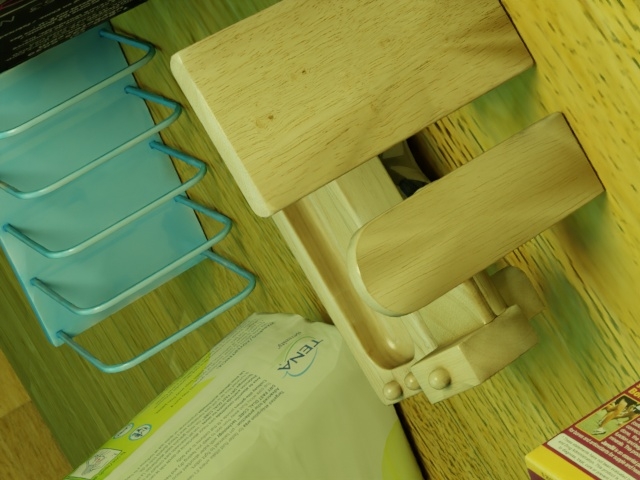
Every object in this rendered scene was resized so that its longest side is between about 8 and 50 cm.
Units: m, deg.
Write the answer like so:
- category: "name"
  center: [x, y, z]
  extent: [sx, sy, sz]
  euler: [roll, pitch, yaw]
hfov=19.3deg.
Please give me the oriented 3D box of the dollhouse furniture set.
- category: "dollhouse furniture set"
  center: [0.000, 0.000, 0.662]
  extent: [0.144, 0.123, 0.151]
  euler: [60, 145, 0]

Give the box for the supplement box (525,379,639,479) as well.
- category: "supplement box"
  center: [0.115, 0.071, 0.581]
  extent: [0.055, 0.083, 0.043]
  euler: [32, 149, 60]

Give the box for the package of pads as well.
- category: "package of pads"
  center: [-0.024, 0.213, 1.010]
  extent: [0.101, 0.229, 0.296]
  euler: [10, 133, 46]

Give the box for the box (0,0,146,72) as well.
- category: "box"
  center: [-0.116, -0.140, 0.619]
  extent: [0.142, 0.247, 0.163]
  euler: [62, 164, 0]

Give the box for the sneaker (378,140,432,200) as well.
- category: "sneaker"
  center: [0.023, -0.021, 0.791]
  extent: [0.058, 0.052, 0.135]
  euler: [-140, 31, -75]

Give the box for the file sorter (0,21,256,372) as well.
- category: "file sorter"
  center: [-0.127, -0.026, 1.112]
  extent: [0.104, 0.118, 0.170]
  euler: [23, 141, 59]
